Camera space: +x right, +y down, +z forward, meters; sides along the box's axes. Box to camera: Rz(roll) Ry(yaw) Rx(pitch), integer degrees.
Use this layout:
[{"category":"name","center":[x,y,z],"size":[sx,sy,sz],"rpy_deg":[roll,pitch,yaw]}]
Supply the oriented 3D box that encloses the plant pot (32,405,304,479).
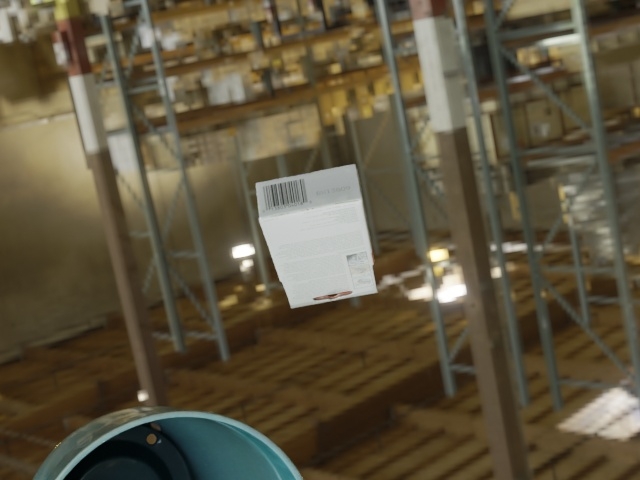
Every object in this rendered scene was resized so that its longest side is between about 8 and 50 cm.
[{"category":"plant pot","center":[-0.172,0.283,1.201],"size":[0.271,0.272,0.255],"rpy_deg":[-15,-173,-21]}]

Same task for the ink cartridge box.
[{"category":"ink cartridge box","center":[0.000,0.000,0.775],"size":[0.062,0.029,0.115],"rpy_deg":[-10,148,3]}]
